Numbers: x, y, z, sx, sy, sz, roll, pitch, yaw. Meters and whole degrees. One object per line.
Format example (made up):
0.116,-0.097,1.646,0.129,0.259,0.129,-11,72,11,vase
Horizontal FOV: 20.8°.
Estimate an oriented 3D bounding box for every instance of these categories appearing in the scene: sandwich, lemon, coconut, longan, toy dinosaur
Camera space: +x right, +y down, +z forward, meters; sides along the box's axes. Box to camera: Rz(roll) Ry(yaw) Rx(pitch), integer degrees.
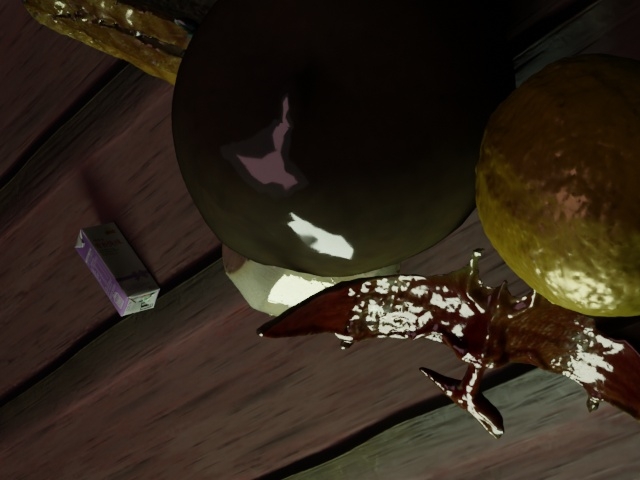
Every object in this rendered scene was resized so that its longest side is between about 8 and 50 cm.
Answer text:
-0.138,-0.293,1.753,0.254,0.288,0.099,19,146,-1,sandwich
0.217,-0.041,1.313,0.231,0.192,0.192,42,133,39,lemon
0.000,-0.002,1.652,0.161,0.162,0.161,-43,40,51,coconut
0.016,-0.107,1.459,0.297,0.297,0.297,23,120,47,longan
0.123,0.096,1.431,0.327,0.113,0.206,32,132,-17,toy dinosaur

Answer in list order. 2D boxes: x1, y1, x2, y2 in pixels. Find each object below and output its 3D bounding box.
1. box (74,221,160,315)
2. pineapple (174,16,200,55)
-0.241,0.033,2.061,0.117,0.051,0.036,52,136,26,box
-0.048,-0.246,1.608,0.083,0.103,0.221,19,80,46,pineapple
